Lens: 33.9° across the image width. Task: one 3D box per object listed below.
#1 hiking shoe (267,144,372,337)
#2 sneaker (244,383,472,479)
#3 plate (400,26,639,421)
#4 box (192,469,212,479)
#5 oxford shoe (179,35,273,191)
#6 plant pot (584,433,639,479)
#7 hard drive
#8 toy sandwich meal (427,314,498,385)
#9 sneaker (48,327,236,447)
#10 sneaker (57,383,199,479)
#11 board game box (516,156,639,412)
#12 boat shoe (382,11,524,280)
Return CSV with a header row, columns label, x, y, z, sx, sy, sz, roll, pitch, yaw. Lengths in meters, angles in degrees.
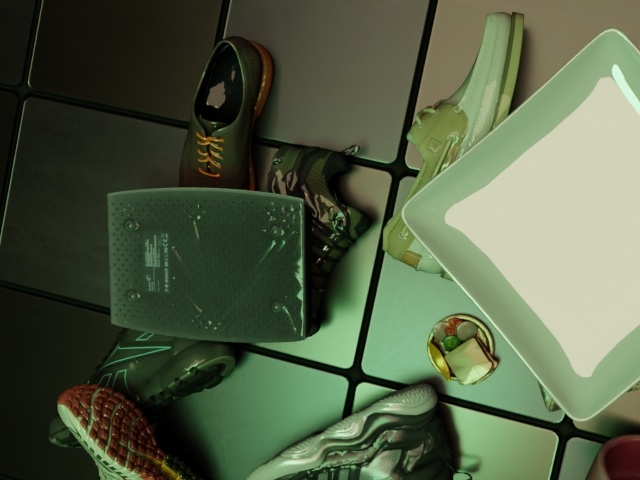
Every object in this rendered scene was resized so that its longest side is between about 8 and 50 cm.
label,x,y,z,sx,sy,sz,roll,pitch,yaw
hiking shoe,0.000,0.000,1.212,0.114,0.086,0.227,-2,91,18
sneaker,0.039,0.284,1.204,0.268,0.101,0.153,-30,82,11
plate,0.266,-0.013,1.017,0.277,0.045,0.278,-42,82,12
box,-0.131,0.403,1.285,0.184,0.045,0.191,24,97,10
oxford shoe,-0.128,-0.107,1.235,0.096,0.098,0.271,10,95,13
plant pot,0.350,0.331,1.090,0.201,0.201,0.180,23,113,13
hard drive,-0.123,0.025,1.186,0.254,0.054,0.172,2,97,25
toy sandwich meal,0.160,0.127,1.204,0.085,0.029,0.086,1,92,15
sneaker,-0.224,0.167,1.287,0.267,0.101,0.106,-30,65,13
sneaker,-0.232,0.262,1.213,0.092,0.088,0.225,-26,110,24
board game box,0.346,0.023,1.094,0.291,0.141,0.232,-18,88,15
boat shoe,0.146,-0.109,1.156,0.103,0.113,0.302,16,96,9
